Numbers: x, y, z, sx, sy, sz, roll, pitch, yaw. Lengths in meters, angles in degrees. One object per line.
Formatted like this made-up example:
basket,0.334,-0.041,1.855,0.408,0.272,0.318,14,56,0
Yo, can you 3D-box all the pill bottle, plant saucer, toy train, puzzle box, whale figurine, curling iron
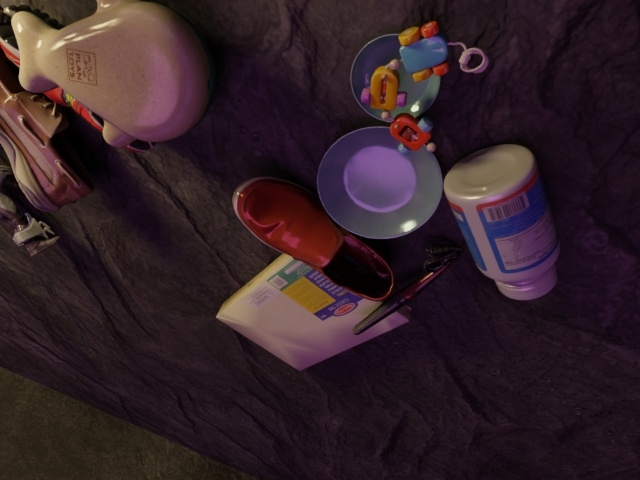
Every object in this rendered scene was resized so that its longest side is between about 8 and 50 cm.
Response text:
pill bottle,0.275,-0.017,0.630,0.124,0.124,0.222,-13,127,31
plant saucer,0.092,-0.092,0.678,0.194,0.037,0.195,7,125,10
toy train,0.126,-0.193,0.543,0.125,0.046,0.166,27,139,-7
puzzle box,-0.032,0.159,0.974,0.272,0.052,0.409,38,134,-16
whale figurine,-0.278,-0.243,0.603,0.271,0.141,0.217,10,115,5
curling iron,0.152,0.093,0.802,0.068,0.035,0.274,30,121,-23
plant saucer,0.100,-0.218,0.575,0.119,0.021,0.119,11,136,11

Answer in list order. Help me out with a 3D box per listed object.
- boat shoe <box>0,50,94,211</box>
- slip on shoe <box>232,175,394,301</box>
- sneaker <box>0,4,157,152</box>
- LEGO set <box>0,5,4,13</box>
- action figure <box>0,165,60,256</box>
boat shoe,-0.516,-0.213,0.772,0.116,0.123,0.325,-18,122,-8
slip on shoe,0.000,0.000,0.739,0.331,0.123,0.101,36,179,-15
sneaker,-0.383,-0.249,0.701,0.279,0.107,0.118,42,151,-16
LEGO set,-0.423,-0.296,0.474,0.254,0.331,0.192,3,128,-15
action figure,-0.739,-0.090,0.981,0.185,0.099,0.285,-10,125,38
